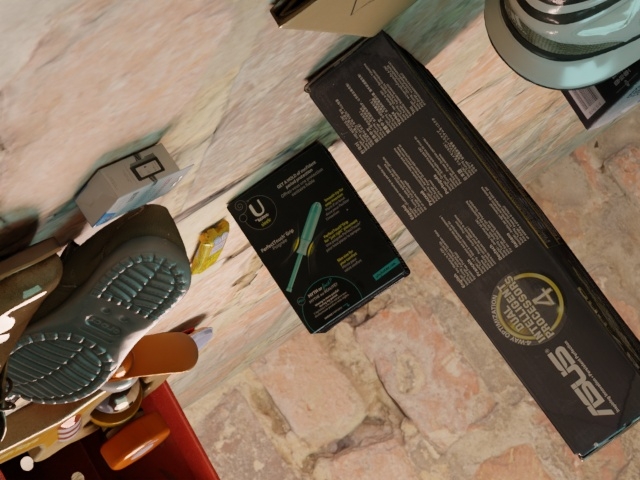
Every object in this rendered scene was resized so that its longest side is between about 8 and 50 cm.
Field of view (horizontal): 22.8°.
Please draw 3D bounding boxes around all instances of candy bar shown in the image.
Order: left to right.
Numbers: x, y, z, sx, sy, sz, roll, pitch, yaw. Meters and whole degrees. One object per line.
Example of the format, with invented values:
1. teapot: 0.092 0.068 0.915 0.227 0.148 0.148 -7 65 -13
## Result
1. candy bar: -0.123 0.011 1.752 0.040 0.018 0.161 -37 174 -17

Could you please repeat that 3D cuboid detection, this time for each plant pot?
1. plant pot: -0.322 0.333 2.129 0.267 0.267 0.235 -30 -176 -35

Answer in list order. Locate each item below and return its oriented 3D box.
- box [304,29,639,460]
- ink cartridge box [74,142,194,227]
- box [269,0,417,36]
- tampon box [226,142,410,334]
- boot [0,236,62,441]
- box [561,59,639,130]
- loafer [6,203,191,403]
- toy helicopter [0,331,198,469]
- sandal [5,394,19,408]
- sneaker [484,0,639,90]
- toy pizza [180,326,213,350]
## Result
1. box: 0.163 0.001 1.459 0.097 0.395 0.318 -37 174 8
2. ink cartridge box: -0.142 -0.045 1.217 0.083 0.028 0.048 -28 171 -44
3. box: 0.062 -0.203 1.140 0.164 0.021 0.201 -37 174 18
4. tampon box: 0.000 0.000 1.659 0.120 0.161 0.101 -34 174 3
5. boot: -0.270 0.102 1.265 0.112 0.115 0.305 -25 167 -46
6. box: 0.298 -0.231 1.479 0.142 0.163 0.247 -32 173 -14
7. loafer: -0.192 0.054 1.334 0.251 0.094 0.087 -35 -146 32
8. toy helicopter: -0.281 0.185 1.724 0.355 0.140 0.235 -24 166 -46
9. sandal: -0.358 0.163 1.439 0.303 0.086 0.120 -48 171 -14
10. sneaker: 0.329 -0.294 1.183 0.447 0.169 0.257 -37 170 -11
11. toy pizza: -0.241 0.177 2.285 0.201 0.032 0.201 -35 173 -5
